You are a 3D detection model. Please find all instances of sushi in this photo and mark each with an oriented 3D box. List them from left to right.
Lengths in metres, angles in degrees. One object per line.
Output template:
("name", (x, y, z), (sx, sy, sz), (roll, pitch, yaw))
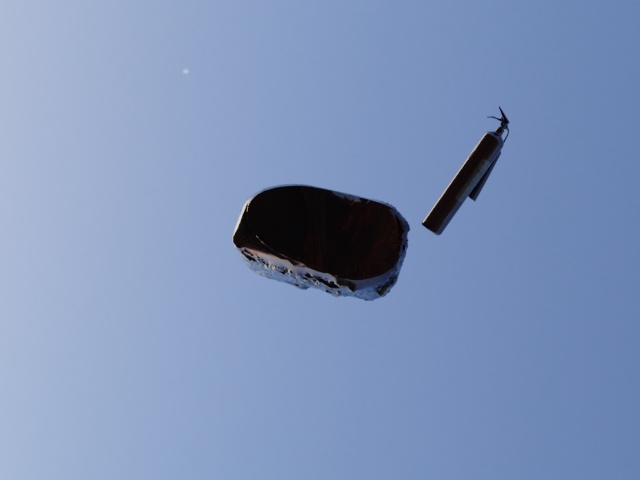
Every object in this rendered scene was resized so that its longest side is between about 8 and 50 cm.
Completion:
("sushi", (0.000, 0.000, 1.534), (0.126, 0.225, 0.136), (104, -1, -73))

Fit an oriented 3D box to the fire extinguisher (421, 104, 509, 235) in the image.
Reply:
("fire extinguisher", (0.188, -0.080, 1.434), (0.173, 0.049, 0.035), (-55, -160, 5))
